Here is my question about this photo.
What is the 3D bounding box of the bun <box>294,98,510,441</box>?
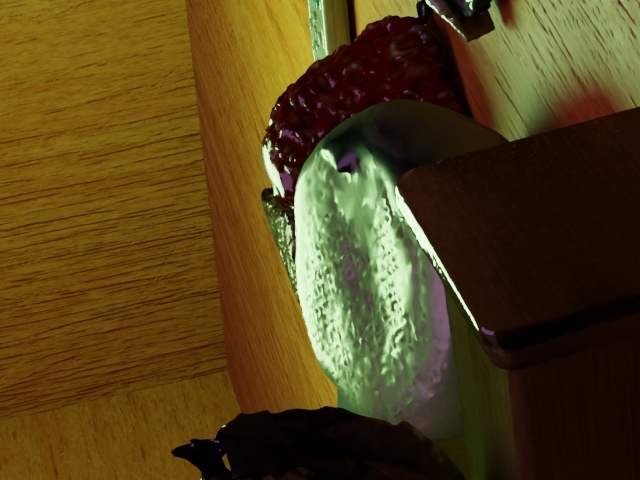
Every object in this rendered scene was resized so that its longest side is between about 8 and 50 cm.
[{"bbox_3d":[0.105,0.020,1.405,0.283,0.179,0.283,23,117,57],"label":"bun"}]

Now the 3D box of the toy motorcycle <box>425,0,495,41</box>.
[{"bbox_3d":[0.081,-0.247,1.450,0.229,0.094,0.130,54,163,37],"label":"toy motorcycle"}]

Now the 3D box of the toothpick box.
[{"bbox_3d":[0.173,0.103,1.063,0.190,0.187,0.308,-118,14,-55],"label":"toothpick box"}]

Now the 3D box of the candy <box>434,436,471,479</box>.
[{"bbox_3d":[0.112,0.208,1.731,0.260,0.118,0.260,171,90,-82],"label":"candy"}]

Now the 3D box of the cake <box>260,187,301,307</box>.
[{"bbox_3d":[-0.001,0.003,2.164,0.246,0.112,0.135,-140,36,-75],"label":"cake"}]

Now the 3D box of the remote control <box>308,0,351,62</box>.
[{"bbox_3d":[0.009,-0.270,1.969,0.078,0.042,0.221,-113,16,-54],"label":"remote control"}]

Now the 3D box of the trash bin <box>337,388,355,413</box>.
[{"bbox_3d":[0.078,0.258,2.061,0.177,0.101,0.236,-111,15,-50],"label":"trash bin"}]

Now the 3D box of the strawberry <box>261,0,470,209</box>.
[{"bbox_3d":[0.038,-0.093,1.630,0.234,0.178,0.234,163,90,-76],"label":"strawberry"}]

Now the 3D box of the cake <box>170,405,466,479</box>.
[{"bbox_3d":[-0.028,0.277,1.094,0.332,0.332,0.321,95,161,-61],"label":"cake"}]
